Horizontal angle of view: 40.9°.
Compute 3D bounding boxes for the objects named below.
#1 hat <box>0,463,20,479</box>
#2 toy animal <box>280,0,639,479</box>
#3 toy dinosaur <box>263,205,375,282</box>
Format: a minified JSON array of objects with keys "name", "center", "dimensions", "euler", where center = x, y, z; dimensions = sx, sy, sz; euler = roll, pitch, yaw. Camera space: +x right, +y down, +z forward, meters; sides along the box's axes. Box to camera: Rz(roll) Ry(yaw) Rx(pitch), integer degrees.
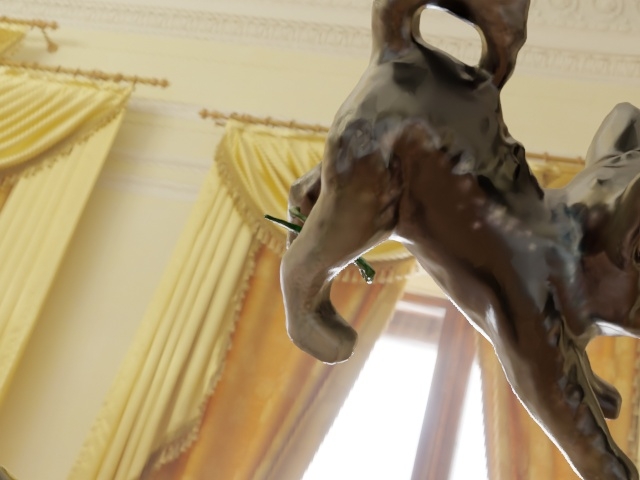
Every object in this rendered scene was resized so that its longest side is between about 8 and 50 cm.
[{"name":"hat","center":[-0.164,0.202,0.448],"dimensions":[0.336,0.209,0.238],"euler":[47,-1,-33]},{"name":"toy animal","center":[0.146,-0.023,0.599],"dimensions":[0.344,0.194,0.303],"euler":[24,-65,3]},{"name":"toy dinosaur","center":[0.000,0.000,0.664],"dimensions":[0.060,0.029,0.119],"euler":[28,-5,38]}]
